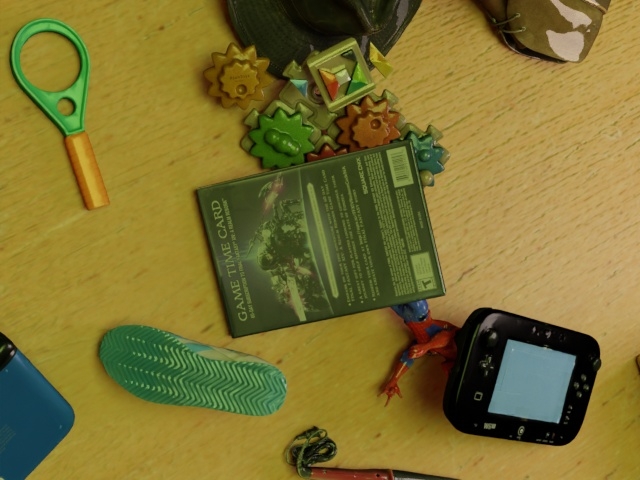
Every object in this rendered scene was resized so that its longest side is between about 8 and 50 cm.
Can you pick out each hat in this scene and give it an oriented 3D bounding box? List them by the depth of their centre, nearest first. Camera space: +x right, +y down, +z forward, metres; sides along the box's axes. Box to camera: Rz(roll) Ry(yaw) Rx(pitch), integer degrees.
[{"bbox_3d":[0.041,-0.343,1.371,0.331,0.134,0.331,-12,114,-27],"label":"hat"}]

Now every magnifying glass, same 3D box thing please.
[{"bbox_3d":[-0.298,-0.149,1.311,0.092,0.026,0.230,-20,99,-25],"label":"magnifying glass"}]

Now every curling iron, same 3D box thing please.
[{"bbox_3d":[0.080,0.305,1.480,0.274,0.035,0.068,18,82,-24],"label":"curling iron"}]

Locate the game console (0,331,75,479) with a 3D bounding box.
[{"bbox_3d":[-0.467,0.205,1.223,0.293,0.173,0.250,-47,139,-18],"label":"game console"}]

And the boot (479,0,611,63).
[{"bbox_3d":[0.270,-0.330,1.550,0.305,0.112,0.115,15,95,-26],"label":"boot"}]

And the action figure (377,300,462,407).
[{"bbox_3d":[0.097,0.107,1.445,0.280,0.091,0.139,50,54,-23],"label":"action figure"}]

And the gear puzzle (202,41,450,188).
[{"bbox_3d":[0.003,-0.140,1.404,0.339,0.044,0.175,35,105,-21],"label":"gear puzzle"}]

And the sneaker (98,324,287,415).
[{"bbox_3d":[-0.156,0.162,1.344,0.229,0.092,0.087,18,83,-5],"label":"sneaker"}]

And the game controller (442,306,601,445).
[{"bbox_3d":[0.281,0.191,1.516,0.319,0.067,0.166,16,80,-44],"label":"game controller"}]

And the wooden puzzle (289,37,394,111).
[{"bbox_3d":[0.027,-0.204,1.363,0.116,0.014,0.078,-34,110,-1],"label":"wooden puzzle"}]

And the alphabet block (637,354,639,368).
[{"bbox_3d":[0.624,0.239,1.658,0.192,0.193,0.197,-20,98,-26],"label":"alphabet block"}]

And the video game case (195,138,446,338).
[{"bbox_3d":[0.000,0.000,1.370,0.274,0.026,0.196,-12,95,10],"label":"video game case"}]
